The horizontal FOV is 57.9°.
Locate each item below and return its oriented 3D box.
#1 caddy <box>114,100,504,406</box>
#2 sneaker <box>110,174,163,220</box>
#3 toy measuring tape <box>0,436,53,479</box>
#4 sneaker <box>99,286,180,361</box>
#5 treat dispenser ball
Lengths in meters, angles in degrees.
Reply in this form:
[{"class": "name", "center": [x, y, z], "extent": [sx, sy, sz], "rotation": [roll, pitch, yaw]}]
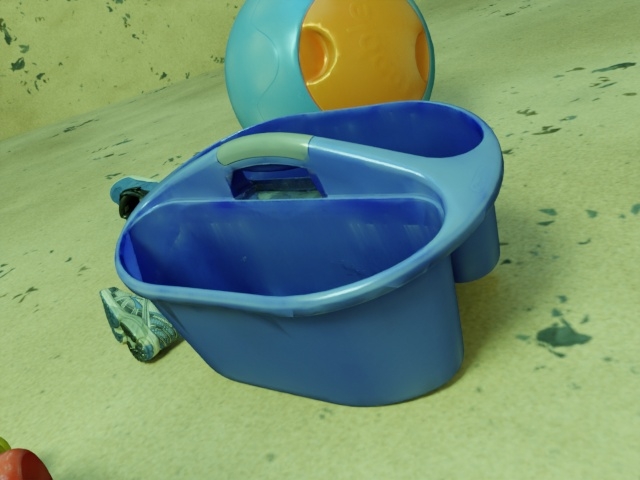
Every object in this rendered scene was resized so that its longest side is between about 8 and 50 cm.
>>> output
[{"class": "caddy", "center": [-0.014, -0.013, 0.487], "extent": [0.341, 0.179, 0.241], "rotation": [1, 42, 34]}, {"class": "sneaker", "center": [-0.314, -0.068, 0.955], "extent": [0.152, 0.058, 0.084], "rotation": [6, 27, 29]}, {"class": "toy measuring tape", "center": [-0.206, 0.205, 0.311], "extent": [0.121, 0.122, 0.330], "rotation": [-25, 27, -13]}, {"class": "sneaker", "center": [-0.190, 0.082, 0.615], "extent": [0.058, 0.052, 0.135], "rotation": [-23, 33, -31]}, {"class": "treat dispenser ball", "center": [0.013, -0.234, 0.804], "extent": [0.288, 0.288, 0.288], "rotation": [-15, 27, 8]}]
